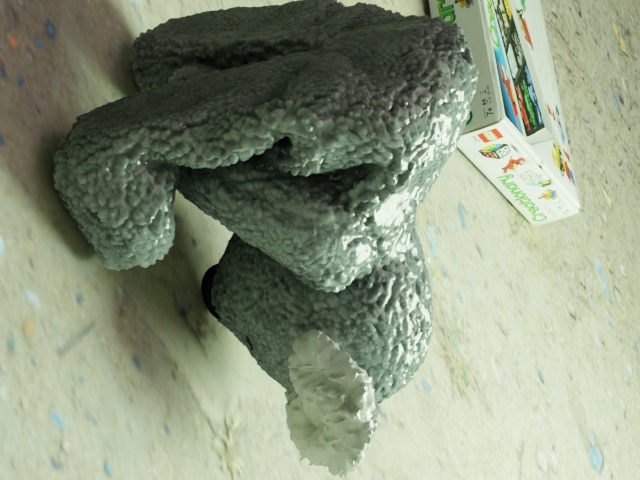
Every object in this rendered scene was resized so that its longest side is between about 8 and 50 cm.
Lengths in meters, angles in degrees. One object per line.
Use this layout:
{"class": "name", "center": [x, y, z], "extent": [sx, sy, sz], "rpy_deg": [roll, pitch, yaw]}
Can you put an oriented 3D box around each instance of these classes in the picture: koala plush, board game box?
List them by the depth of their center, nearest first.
{"class": "koala plush", "center": [0.000, 0.000, 0.951], "extent": [0.196, 0.203, 0.221], "rpy_deg": [-64, 143, -59]}
{"class": "board game box", "center": [0.155, -0.187, 1.605], "extent": [0.193, 0.053, 0.305], "rpy_deg": [40, 38, -54]}
